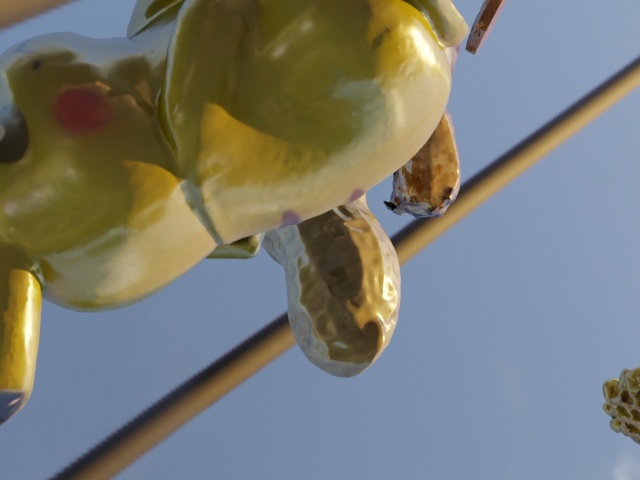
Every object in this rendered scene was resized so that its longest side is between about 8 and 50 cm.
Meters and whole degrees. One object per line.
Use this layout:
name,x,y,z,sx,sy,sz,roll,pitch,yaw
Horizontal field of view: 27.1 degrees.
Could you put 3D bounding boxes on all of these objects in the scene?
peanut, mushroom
peanut,0.000,0.000,1.320,0.120,0.136,0.298,6,-129,-33
mushroom,0.080,-0.178,1.563,0.254,0.267,0.267,34,-113,-6

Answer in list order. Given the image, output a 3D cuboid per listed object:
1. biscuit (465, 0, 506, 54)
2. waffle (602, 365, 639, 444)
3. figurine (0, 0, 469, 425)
biscuit,0.138,-0.189,1.062,0.015,0.078,0.091,29,-119,4
waffle,0.403,0.217,1.525,0.046,0.160,0.192,-42,-123,-19
figurine,-0.081,-0.060,0.737,0.327,0.218,0.169,-26,-62,-2
